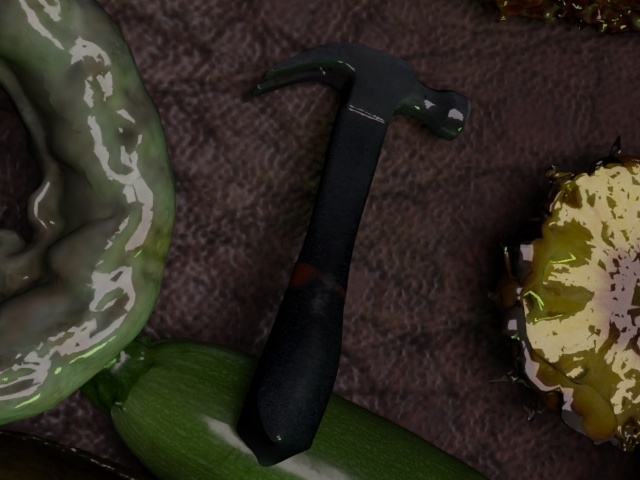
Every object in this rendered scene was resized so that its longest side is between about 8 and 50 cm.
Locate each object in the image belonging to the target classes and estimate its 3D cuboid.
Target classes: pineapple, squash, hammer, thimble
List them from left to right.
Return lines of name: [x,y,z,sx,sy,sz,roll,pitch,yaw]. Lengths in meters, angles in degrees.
thimble: [-0.227,-0.042,0.885,0.291,0.195,0.292,0,90,-16]
hammer: [0.000,0.000,0.987,0.137,0.037,0.290,24,59,-11]
squash: [0.022,0.161,1.010,0.395,0.107,0.107,31,80,-14]
pineapple: [0.207,0.038,1.083,0.224,0.076,0.225,1,88,-15]

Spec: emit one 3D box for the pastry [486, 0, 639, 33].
pastry: [0.168,-0.200,1.068,0.208,0.097,0.115,10,76,-16]

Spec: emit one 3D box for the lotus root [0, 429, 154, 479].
lotus root: [-0.101,0.250,0.925,0.397,0.179,0.196,29,43,-10]
